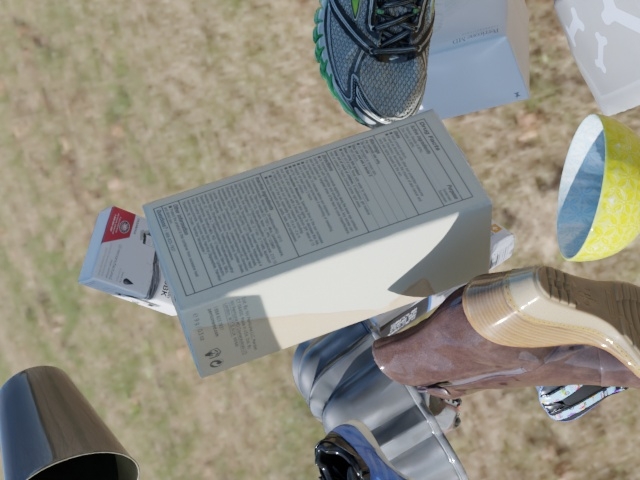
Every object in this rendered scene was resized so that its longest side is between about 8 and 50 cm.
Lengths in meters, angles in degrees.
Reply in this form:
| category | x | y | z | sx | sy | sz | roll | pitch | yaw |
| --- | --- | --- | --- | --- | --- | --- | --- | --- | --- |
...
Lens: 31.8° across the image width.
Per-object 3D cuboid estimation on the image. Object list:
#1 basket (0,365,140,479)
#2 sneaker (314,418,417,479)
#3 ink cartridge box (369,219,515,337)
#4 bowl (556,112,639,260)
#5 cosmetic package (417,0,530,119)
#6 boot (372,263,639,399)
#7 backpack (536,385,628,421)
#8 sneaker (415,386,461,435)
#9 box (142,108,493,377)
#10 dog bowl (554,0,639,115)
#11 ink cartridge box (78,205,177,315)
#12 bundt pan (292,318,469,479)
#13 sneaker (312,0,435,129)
| category | x | y | z | sx | sy | sz | roll | pitch | yaw |
| --- | --- | --- | --- | --- | --- | --- | --- | --- | --- |
| basket | -0.415 | 0.314 | 1.756 | 0.227 | 0.204 | 0.154 | 52 | 147 | 45 |
| sneaker | 0.054 | 0.259 | 1.164 | 0.152 | 0.084 | 0.058 | 50 | 122 | 12 |
| ink cartridge box | 0.098 | -0.003 | 1.817 | 0.307 | 0.304 | 0.072 | 37 | 146 | 35 |
| bowl | 0.570 | -0.091 | 2.153 | 0.289 | 0.156 | 0.289 | -172 | 90 | -86 |
| cosmetic package | 0.217 | -0.323 | 1.834 | 0.224 | 0.224 | 0.138 | -82 | -29 | -41 |
| boot | 0.200 | 0.104 | 1.050 | 0.207 | 0.248 | 0.090 | -32 | 42 | 43 |
| backpack | 0.505 | 0.269 | 2.242 | 0.158 | 0.173 | 0.117 | 50 | -175 | -34 |
| sneaker | 0.172 | 0.235 | 1.643 | 0.061 | 0.065 | 0.158 | 59 | 175 | 36 |
| box | 0.000 | 0.000 | 1.101 | 0.121 | 0.311 | 0.148 | 82 | 167 | -51 |
| dog bowl | 0.334 | -0.237 | 0.868 | 0.102 | 0.349 | 0.349 | 55 | 154 | -4 |
| ink cartridge box | -0.221 | 0.027 | 1.411 | 0.056 | 0.135 | 0.099 | -16 | 57 | 59 |
| bundt pan | 0.071 | 0.243 | 1.461 | 0.331 | 0.124 | 0.331 | 58 | 176 | 6 |
| sneaker | 0.069 | -0.288 | 1.231 | 0.146 | 0.134 | 0.343 | -149 | 55 | -70 |
